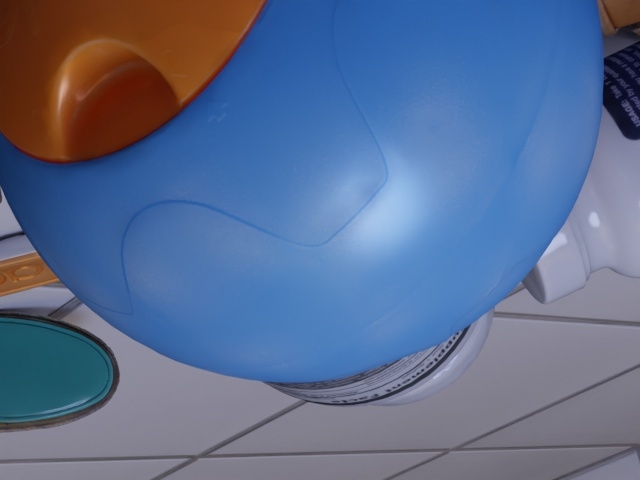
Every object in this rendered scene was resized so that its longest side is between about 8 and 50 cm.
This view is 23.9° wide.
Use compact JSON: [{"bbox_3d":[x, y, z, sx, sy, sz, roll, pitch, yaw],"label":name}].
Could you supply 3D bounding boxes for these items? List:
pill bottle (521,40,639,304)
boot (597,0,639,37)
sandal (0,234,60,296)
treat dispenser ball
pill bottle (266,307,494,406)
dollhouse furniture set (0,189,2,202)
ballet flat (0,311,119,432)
[{"bbox_3d":[0.244,-0.066,1.045,0.265,0.153,0.153,-25,160,-3],"label":"pill bottle"},{"bbox_3d":[0.237,-0.184,0.915,0.152,0.073,0.197,-24,170,28],"label":"boot"},{"bbox_3d":[-0.283,0.055,1.182,0.265,0.076,0.102,-15,160,3],"label":"sandal"},{"bbox_3d":[-0.013,-0.078,0.707,0.288,0.288,0.288,-12,160,-5],"label":"treat dispenser ball"},{"bbox_3d":[0.000,0.000,1.038,0.210,0.210,0.363,-19,160,12],"label":"pill bottle"},{"bbox_3d":[-0.179,-0.113,0.705,0.123,0.151,0.144,-23,159,22],"label":"dollhouse furniture set"},{"bbox_3d":[-0.337,0.120,1.311,0.316,0.107,0.106,1,168,-17],"label":"ballet flat"}]
